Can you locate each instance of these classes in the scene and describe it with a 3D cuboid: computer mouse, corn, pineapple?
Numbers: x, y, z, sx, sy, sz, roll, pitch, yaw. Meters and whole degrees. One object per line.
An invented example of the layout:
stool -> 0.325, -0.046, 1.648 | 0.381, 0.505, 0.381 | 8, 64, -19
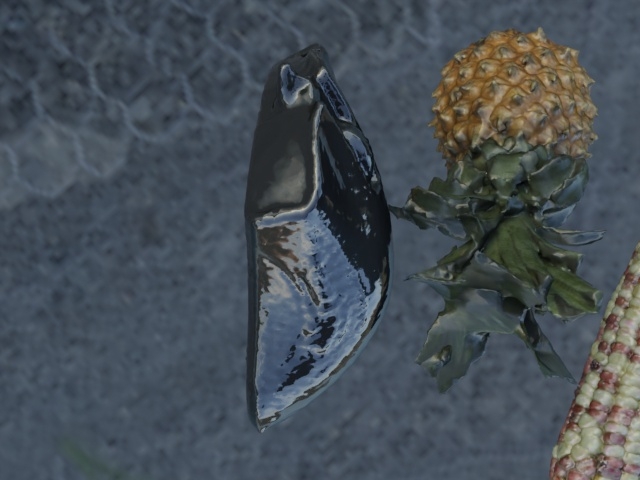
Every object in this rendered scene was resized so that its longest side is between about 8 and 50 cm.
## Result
computer mouse -> 0.000, 0.000, 1.164 | 0.088, 0.147, 0.264 | 2, 136, 4
corn -> 0.226, 0.082, 1.392 | 0.079, 0.079, 0.237 | 20, 88, -45
pineapple -> 0.121, -0.020, 1.217 | 0.130, 0.277, 0.119 | 38, 123, -17
